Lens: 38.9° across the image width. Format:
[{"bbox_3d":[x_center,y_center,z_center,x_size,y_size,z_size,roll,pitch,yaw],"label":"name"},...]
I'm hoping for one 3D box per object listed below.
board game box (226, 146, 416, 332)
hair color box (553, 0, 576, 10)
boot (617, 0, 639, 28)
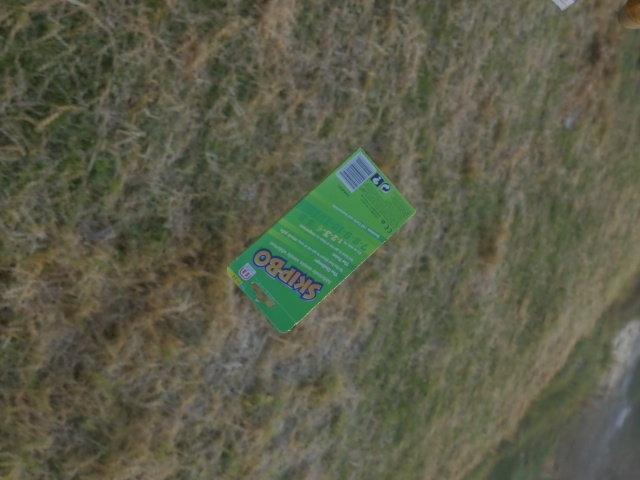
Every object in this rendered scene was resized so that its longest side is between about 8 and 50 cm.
[{"bbox_3d":[0.000,0.000,1.266,0.259,0.124,0.039,-43,-175,-14],"label":"board game box"},{"bbox_3d":[0.456,-0.491,1.325,0.339,0.110,0.185,-35,167,24],"label":"hair color box"},{"bbox_3d":[0.686,-0.438,1.590,0.211,0.295,0.104,-127,-157,-88],"label":"boot"}]
